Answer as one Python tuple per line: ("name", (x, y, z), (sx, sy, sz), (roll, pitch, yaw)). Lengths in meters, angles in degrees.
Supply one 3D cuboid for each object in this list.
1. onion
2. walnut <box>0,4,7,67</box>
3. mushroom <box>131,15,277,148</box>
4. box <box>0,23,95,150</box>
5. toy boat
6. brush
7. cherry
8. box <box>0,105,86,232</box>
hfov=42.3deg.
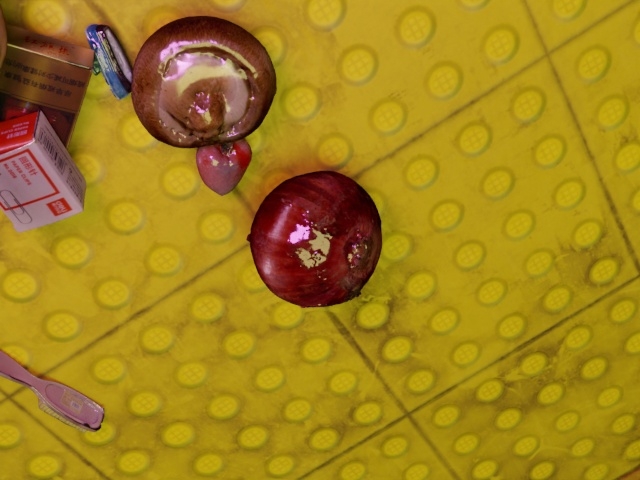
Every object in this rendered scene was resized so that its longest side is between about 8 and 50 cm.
("onion", (0.000, 0.000, 1.604), (0.276, 0.276, 0.276), (-7, 122, -11))
("walnut", (-0.649, -0.317, 1.177), (0.381, 0.381, 0.381), (-7, 122, -11))
("mushroom", (-0.205, -0.271, 1.440), (0.253, 0.153, 0.253), (-7, 124, -10))
("box", (-0.492, -0.235, 1.407), (0.159, 0.071, 0.240), (13, 130, -25))
("toy boat", (-0.370, -0.308, 1.434), (0.061, 0.060, 0.137), (-10, 124, 23))
("brush", (-0.598, 0.325, 1.752), (0.067, 0.072, 0.313), (-34, 123, 23))
("cherry", (-0.188, -0.149, 1.557), (0.106, 0.087, 0.126), (2, 141, -38))
("box", (-0.498, -0.115, 1.405), (0.133, 0.099, 0.182), (-15, 136, 4))
